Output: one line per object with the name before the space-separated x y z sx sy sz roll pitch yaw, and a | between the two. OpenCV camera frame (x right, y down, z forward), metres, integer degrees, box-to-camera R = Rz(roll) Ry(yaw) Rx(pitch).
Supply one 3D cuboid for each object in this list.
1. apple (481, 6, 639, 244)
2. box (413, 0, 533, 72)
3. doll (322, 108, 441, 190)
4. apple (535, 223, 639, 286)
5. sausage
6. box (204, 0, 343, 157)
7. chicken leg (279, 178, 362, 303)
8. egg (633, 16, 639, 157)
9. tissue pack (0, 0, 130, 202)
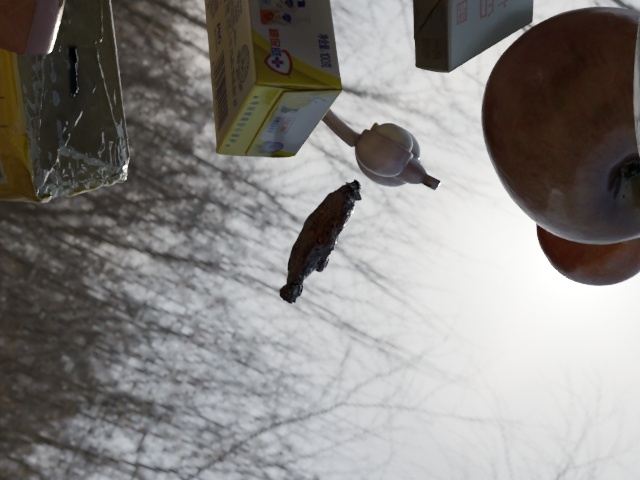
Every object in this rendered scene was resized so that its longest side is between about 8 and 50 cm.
apple | 0.378 -0.142 1.438 0.345 0.344 0.269 -39 -145 40
box | 0.162 -0.377 1.105 0.051 0.365 0.204 15 -147 31
doll | 0.028 -0.185 1.622 0.094 0.365 0.160 -55 178 -2
apple | 0.444 -0.033 1.681 0.164 0.209 0.209 114 -3 -72
sausage | -0.228 -0.236 0.861 0.065 0.065 0.169 -103 -151 -58
box | -0.061 -0.244 1.202 0.168 0.097 0.265 131 -44 -59
chicken leg | -0.001 0.001 1.348 0.205 0.053 0.093 -64 -172 -23
egg | 0.288 -0.103 0.470 0.389 0.276 0.276 -55 -160 -22
tissue pack | -0.413 -0.185 1.082 0.228 0.381 0.293 -45 133 -69
